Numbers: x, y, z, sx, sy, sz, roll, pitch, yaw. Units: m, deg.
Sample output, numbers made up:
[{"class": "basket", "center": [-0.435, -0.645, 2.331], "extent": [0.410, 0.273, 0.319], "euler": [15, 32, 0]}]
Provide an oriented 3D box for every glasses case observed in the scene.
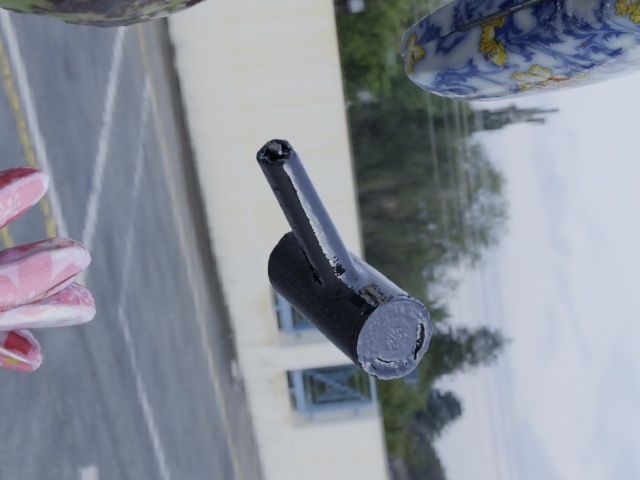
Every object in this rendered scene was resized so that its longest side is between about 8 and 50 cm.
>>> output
[{"class": "glasses case", "center": [0.149, -0.123, 0.678], "extent": [0.248, 0.087, 0.065], "euler": [-12, -109, 50]}]

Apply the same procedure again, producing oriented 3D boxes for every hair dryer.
[{"class": "hair dryer", "center": [0.000, 0.000, 1.216], "extent": [0.197, 0.089, 0.251], "euler": [39, -22, 50]}]

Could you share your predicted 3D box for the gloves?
[{"class": "gloves", "center": [-0.204, -0.019, 0.557], "extent": [0.126, 0.145, 0.241], "euler": [-40, 124, -32]}]

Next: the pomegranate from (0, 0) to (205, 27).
[{"class": "pomegranate", "center": [-0.120, -0.202, 0.498], "extent": [0.341, 0.285, 0.285], "euler": [-83, 169, -53]}]
